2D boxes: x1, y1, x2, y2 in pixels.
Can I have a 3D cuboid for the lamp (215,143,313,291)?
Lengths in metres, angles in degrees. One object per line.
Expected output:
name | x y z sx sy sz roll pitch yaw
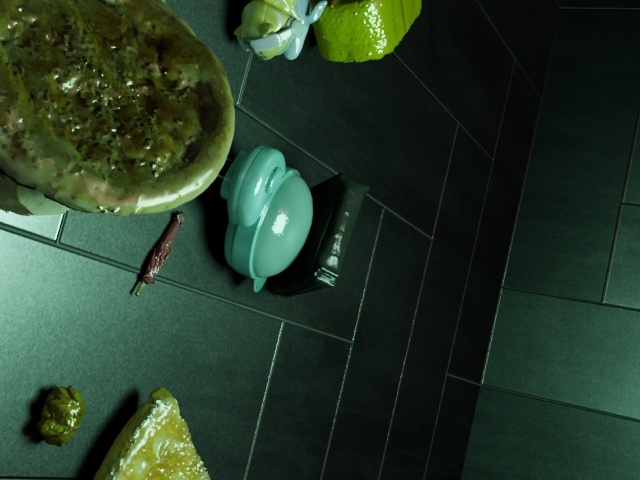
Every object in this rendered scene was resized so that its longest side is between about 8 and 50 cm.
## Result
lamp | -0.097 -0.049 1.624 0.209 0.147 0.284 -64 146 -32

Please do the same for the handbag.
handbag | 0.000 0.000 1.741 0.080 0.247 0.223 21 74 -18

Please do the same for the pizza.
pizza | -0.290 0.408 1.475 0.223 0.089 0.324 49 58 -47

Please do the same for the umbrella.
umbrella | -0.257 0.020 1.489 0.027 0.025 0.165 42 58 -31

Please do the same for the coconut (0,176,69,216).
coconut | -0.363 -0.085 1.169 0.116 0.122 0.116 -24 118 -57

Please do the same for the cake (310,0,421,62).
cake | 0.085 -0.466 1.800 0.261 0.179 0.156 -56 143 -42

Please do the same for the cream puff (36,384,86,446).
cream puff | -0.368 0.253 1.321 0.083 0.058 0.083 -54 143 -41

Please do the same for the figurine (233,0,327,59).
figurine | -0.081 -0.407 1.585 0.184 0.128 0.209 -53 132 -36

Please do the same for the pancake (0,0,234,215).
pancake | -0.285 -0.201 1.165 0.382 0.071 0.383 18 59 -32

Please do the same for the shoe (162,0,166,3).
shoe | -0.238 -0.260 1.365 0.140 0.128 0.262 -51 144 -63
